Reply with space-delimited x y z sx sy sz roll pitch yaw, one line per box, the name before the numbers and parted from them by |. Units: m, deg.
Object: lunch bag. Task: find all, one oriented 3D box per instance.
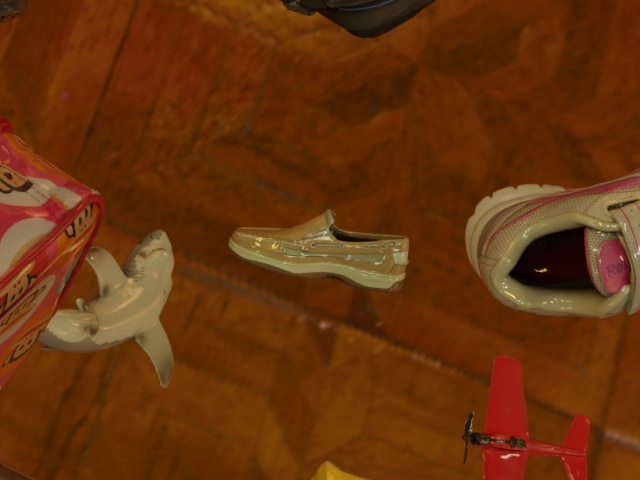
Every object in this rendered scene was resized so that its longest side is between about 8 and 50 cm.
lunch bag | -0.273 0.078 1.060 0.120 0.258 0.293 39 43 8

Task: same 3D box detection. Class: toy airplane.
toy airplane | 0.177 0.176 1.476 0.151 0.028 0.151 7 79 -37

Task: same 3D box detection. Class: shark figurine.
shark figurine | -0.245 0.072 1.638 0.278 0.116 0.166 3 70 -50

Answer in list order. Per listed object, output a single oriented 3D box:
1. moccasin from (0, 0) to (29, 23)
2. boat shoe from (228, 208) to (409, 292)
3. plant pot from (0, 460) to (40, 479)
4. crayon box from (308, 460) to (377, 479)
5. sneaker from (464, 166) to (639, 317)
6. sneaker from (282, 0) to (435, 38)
moccasin | -0.282 -0.164 0.695 0.380 0.139 0.147 17 105 19
boat shoe | 0.000 0.000 1.842 0.190 0.068 0.072 9 109 -6
plant pot | -0.321 0.310 1.635 0.229 0.263 0.263 11 65 18
crayon box | -0.040 0.320 0.684 0.106 0.363 0.313 22 40 -18
sneaker | 0.219 0.000 1.194 0.111 0.252 0.103 -67 137 -67
sneaker | 0.015 -0.078 0.345 0.058 0.152 0.084 -23 116 -7
